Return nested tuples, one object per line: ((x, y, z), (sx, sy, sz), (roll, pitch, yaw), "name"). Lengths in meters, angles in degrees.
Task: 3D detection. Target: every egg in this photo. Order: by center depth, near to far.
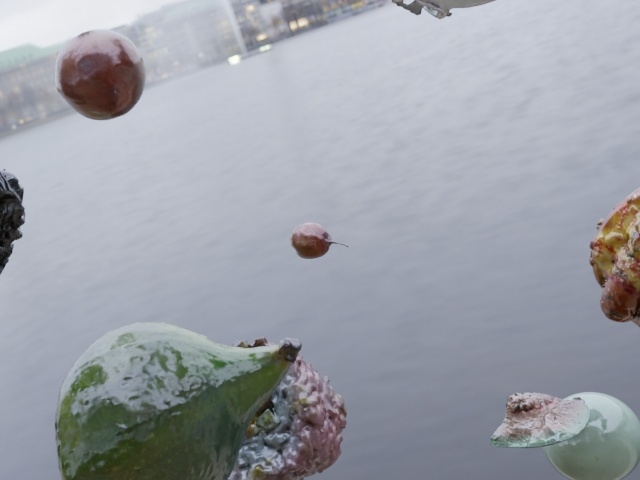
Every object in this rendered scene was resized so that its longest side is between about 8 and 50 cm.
((0.441, 0.322, 1.422), (0.192, 0.149, 0.149), (10, -7, -37), "egg")

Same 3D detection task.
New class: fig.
((-0.123, 0.170, 0.847), (0.235, 0.203, 0.203), (-13, 13, -2), "fig")

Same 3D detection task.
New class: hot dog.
((0.489, 0.018, 1.277), (0.153, 0.256, 0.150), (-1, 35, -31), "hot dog")

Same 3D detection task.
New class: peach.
((-0.196, -0.148, 0.780), (0.083, 0.083, 0.083), (-18, 13, 4), "peach")

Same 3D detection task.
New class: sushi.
((-0.100, 0.290, 1.317), (0.270, 0.236, 0.171), (-30, -21, 10), "sushi")

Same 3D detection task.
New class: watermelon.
((0.344, 0.268, 1.296), (0.155, 0.080, 0.101), (5, -5, -31), "watermelon")

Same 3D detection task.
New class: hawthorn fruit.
((0.000, 0.000, 1.528), (0.103, 0.066, 0.067), (-3, 18, 20), "hawthorn fruit")

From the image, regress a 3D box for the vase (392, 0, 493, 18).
((0.059, -0.407, 0.750), (0.250, 0.445, 0.250), (-17, -32, -11), "vase")

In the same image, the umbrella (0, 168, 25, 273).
((-0.417, -0.079, 0.802), (0.154, 0.337, 0.128), (-55, -18, 6), "umbrella")
